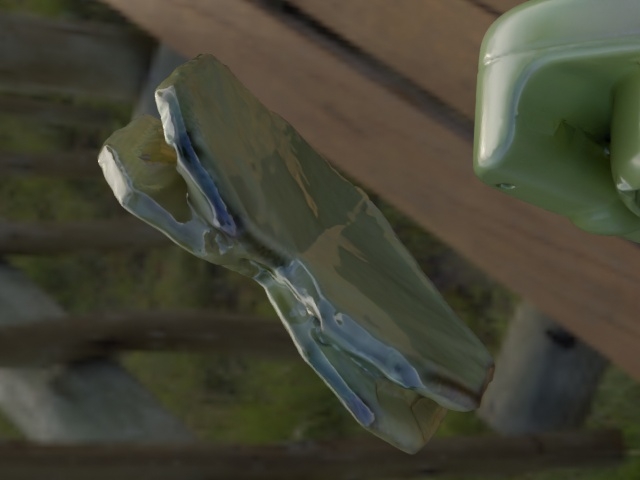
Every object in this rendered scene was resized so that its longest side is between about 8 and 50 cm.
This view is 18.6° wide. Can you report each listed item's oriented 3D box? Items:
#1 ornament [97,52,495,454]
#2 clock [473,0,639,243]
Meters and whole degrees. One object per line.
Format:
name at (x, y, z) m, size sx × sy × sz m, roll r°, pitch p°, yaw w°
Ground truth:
ornament at (0.000, 0.000, 0.914) m, size 0.201 × 0.180 × 0.059 m, roll 46°, pitch 108°, yaw 0°
clock at (0.288, -0.069, 1.134) m, size 0.348 × 0.286 × 0.117 m, roll -5°, pitch 75°, yaw 43°
